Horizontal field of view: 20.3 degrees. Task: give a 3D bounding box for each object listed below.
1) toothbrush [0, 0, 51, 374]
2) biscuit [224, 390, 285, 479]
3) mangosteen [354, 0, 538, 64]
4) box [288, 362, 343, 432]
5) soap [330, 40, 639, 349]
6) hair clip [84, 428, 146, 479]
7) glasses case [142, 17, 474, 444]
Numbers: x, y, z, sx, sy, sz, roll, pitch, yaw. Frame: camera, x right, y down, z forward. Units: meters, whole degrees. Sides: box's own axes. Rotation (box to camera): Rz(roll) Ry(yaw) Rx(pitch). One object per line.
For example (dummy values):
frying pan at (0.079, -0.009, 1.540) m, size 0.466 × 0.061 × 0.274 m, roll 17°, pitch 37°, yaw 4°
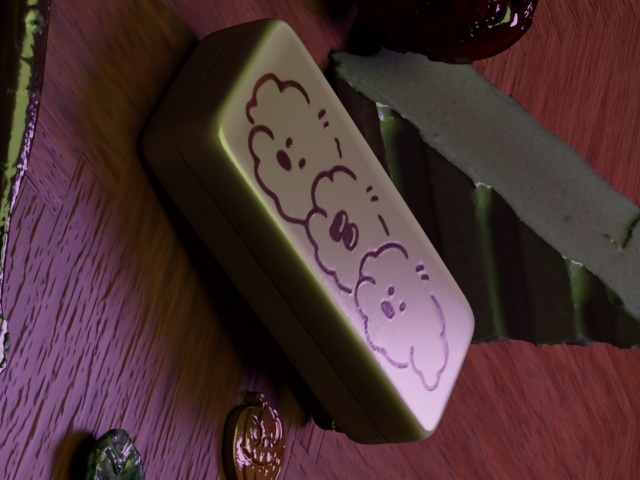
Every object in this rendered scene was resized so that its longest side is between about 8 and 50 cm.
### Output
toothbrush at (-0.186, -0.100, 1.076) m, size 0.041 × 0.041 × 0.364 m, roll 23°, pitch 70°, yaw -64°
biscuit at (-0.050, 0.158, 1.409) m, size 0.091 × 0.015 × 0.078 m, roll 8°, pitch 84°, yaw -65°
mangosteen at (0.113, -0.241, 1.541) m, size 0.166 × 0.166 × 0.180 m, roll 20°, pitch 81°, yaw -64°
box at (0.026, 0.093, 1.500) m, size 0.069 × 0.084 × 0.122 m, roll 49°, pitch 45°, yaw -42°
soap at (0.168, -0.059, 1.592) m, size 0.159 × 0.258 × 0.302 m, roll -52°, pitch 135°, yaw -51°
hair clip at (-0.116, 0.222, 1.240) m, size 0.066 × 0.036 × 0.229 m, roll -67°, pitch 141°, yaw -48°
glasses case at (0.000, 0.000, 1.351) m, size 0.336 × 0.076 × 0.144 m, roll 55°, pitch 42°, yaw -32°
